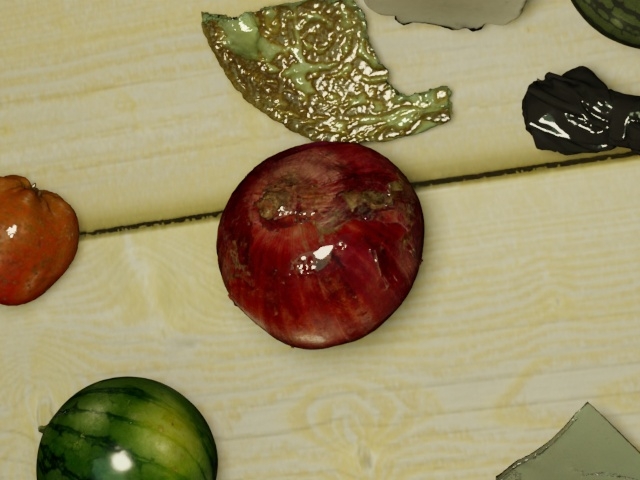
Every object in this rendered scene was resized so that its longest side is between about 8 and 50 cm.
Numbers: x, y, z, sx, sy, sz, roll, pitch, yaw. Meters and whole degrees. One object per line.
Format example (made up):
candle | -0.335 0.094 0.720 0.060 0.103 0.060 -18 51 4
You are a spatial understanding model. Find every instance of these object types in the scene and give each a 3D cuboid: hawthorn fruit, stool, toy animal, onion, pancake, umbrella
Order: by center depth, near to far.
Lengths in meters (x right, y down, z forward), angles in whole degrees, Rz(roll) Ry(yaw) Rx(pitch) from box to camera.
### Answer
stool | 0.374 0.378 1.628 0.170 0.243 0.269 -42 104 11
umbrella | 0.404 -0.144 1.642 0.340 0.118 0.118 10 96 35
toy animal | 0.164 -0.365 1.687 0.208 0.204 0.156 5 74 -1
onion | 0.000 0.000 1.716 0.276 0.276 0.276 1 94 12
pancake | 0.004 -0.238 1.802 0.377 0.054 0.197 28 100 7
hawthorn fruit | -0.428 0.000 1.852 0.189 0.189 0.189 1 94 12

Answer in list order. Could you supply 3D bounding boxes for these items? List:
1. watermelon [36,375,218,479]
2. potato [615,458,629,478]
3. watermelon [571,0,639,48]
watermelon | -0.260 0.302 1.797 0.242 0.242 0.242 1 94 12
potato | 0.390 0.296 1.754 0.046 0.045 0.092 -20 98 -5
watermelon | 0.399 -0.339 1.627 0.212 0.212 0.212 1 94 12
